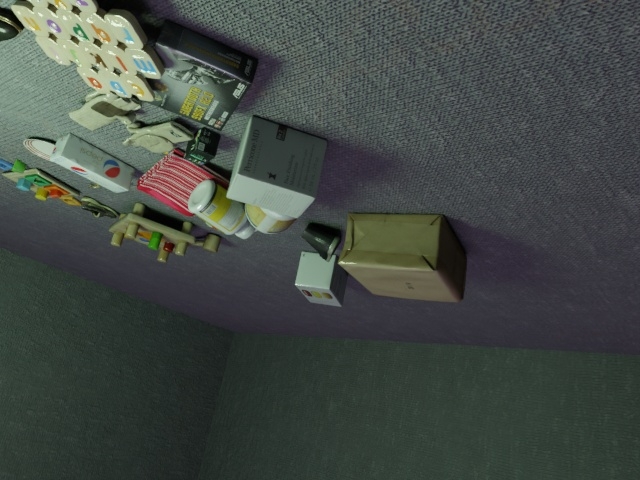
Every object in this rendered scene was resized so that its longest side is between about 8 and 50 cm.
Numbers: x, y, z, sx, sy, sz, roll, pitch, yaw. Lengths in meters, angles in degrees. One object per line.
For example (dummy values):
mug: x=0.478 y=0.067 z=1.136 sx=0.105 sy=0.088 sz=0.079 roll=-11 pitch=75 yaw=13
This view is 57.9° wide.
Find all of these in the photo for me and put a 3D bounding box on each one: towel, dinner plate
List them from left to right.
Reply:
dinner plate: x=-0.781 y=-0.260 z=1.672 sx=0.141 sy=0.017 sz=0.141 roll=10 pitch=161 yaw=4
towel: x=-0.388 y=-0.154 z=1.642 sx=0.199 sy=0.031 sz=0.275 roll=31 pitch=148 yaw=-27

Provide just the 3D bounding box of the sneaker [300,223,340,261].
sneaker: x=0.000 y=0.000 z=1.891 sx=0.118 sy=0.083 sz=0.222 roll=30 pitch=169 yaw=4

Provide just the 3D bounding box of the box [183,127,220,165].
box: x=-0.288 y=-0.226 z=1.404 sx=0.052 sy=0.062 sz=0.083 roll=21 pitch=159 yaw=-29

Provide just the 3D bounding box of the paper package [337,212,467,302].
paper package: x=0.253 y=0.058 z=1.736 sx=0.309 sy=0.168 sz=0.325 roll=2 pitch=160 yaw=26

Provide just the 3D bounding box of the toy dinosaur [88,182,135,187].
toy dinosaur: x=-0.659 y=-0.184 z=1.764 sx=0.092 sy=0.053 sz=0.183 roll=-2 pitch=157 yaw=31

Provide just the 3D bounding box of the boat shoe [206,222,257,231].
boat shoe: x=-0.263 y=-0.062 z=1.859 sx=0.227 sy=0.079 sz=0.081 roll=5 pitch=170 yaw=33

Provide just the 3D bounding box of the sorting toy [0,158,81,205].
sorting toy: x=-0.946 y=-0.179 z=1.957 sx=0.196 sy=0.047 sz=0.348 roll=1 pitch=159 yaw=29

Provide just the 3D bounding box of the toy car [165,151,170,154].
toy car: x=-0.341 y=-0.220 z=1.486 sx=0.122 sy=0.040 sz=0.060 roll=4 pitch=160 yaw=21

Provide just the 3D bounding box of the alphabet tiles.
alphabet tiles: x=-0.423 y=-0.367 z=1.055 sx=0.284 sy=0.021 sz=0.278 roll=14 pitch=153 yaw=23

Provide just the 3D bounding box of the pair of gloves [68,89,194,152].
pair of gloves: x=-0.447 y=-0.282 z=1.373 sx=0.204 sy=0.042 sz=0.240 roll=-13 pitch=152 yaw=44

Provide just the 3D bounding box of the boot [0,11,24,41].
boot: x=-0.674 y=-0.367 z=1.115 sx=0.198 sy=0.137 sz=0.077 roll=3 pitch=159 yaw=23

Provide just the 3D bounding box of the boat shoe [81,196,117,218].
boat shoe: x=-0.796 y=-0.106 z=2.074 sx=0.056 sy=0.049 sz=0.152 roll=-2 pitch=157 yaw=33

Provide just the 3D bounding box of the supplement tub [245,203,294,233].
supplement tub: x=-0.110 y=-0.108 z=1.509 sx=0.144 sy=0.144 sz=0.200 roll=17 pitch=161 yaw=-14

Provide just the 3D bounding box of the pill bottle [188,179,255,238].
pill bottle: x=-0.263 y=-0.079 z=1.587 sx=0.103 sy=0.103 sz=0.184 roll=-7 pitch=146 yaw=44

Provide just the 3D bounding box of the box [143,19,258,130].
box: x=-0.245 y=-0.313 z=1.138 sx=0.183 sy=0.056 sz=0.231 roll=19 pitch=160 yaw=-20

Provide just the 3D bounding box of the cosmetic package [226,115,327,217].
cosmetic package: x=-0.103 y=-0.164 z=1.333 sx=0.184 sy=0.151 sz=0.151 roll=16 pitch=160 yaw=-14

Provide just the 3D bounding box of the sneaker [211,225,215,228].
sneaker: x=-0.212 y=-0.070 z=1.720 sx=0.279 sy=0.118 sz=0.107 roll=-2 pitch=158 yaw=35

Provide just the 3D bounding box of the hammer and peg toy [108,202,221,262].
hammer and peg toy: x=-0.569 y=0.000 z=2.120 sx=0.361 sy=0.127 sz=0.266 roll=23 pitch=158 yaw=-30

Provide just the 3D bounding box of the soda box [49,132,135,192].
soda box: x=-0.637 y=-0.214 z=1.631 sx=0.069 sy=0.074 sz=0.216 roll=-5 pitch=155 yaw=40

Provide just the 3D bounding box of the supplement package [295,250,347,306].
supplement package: x=0.007 y=0.149 z=2.194 sx=0.139 sy=0.134 sz=0.244 roll=6 pitch=160 yaw=16
